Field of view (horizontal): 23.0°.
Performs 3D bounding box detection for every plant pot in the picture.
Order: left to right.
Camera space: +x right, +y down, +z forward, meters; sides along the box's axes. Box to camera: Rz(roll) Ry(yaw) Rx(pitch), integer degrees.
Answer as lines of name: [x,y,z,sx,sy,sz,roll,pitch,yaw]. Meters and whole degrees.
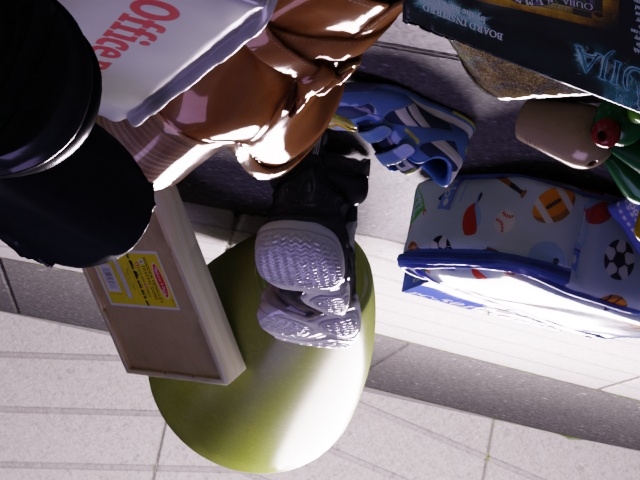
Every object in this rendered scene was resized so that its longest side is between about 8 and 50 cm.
plant pot: [-0.045,0.101,1.857,0.274,0.275,0.293,14,152,-10]

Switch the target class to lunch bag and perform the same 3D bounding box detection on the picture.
lunch bag: [0.239,0.025,1.517,0.303,0.115,0.243,20,168,-31]

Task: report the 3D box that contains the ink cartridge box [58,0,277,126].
ink cartridge box: [-0.226,-0.203,0.774,0.384,0.160,0.279,16,168,-19]

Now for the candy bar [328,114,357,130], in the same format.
candy bar: [-0.030,-0.121,1.312,0.161,0.018,0.040,20,169,-37]

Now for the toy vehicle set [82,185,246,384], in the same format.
toy vehicle set: [-0.194,0.036,1.743,0.166,0.035,0.267,3,122,40]

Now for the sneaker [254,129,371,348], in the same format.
sneaker: [0.000,0.000,1.499,0.101,0.153,0.268,10,156,7]

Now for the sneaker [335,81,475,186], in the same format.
sneaker: [0.062,-0.088,1.278,0.144,0.059,0.053,19,168,-27]

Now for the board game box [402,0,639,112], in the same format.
board game box: [0.128,-0.136,0.790,0.186,0.026,0.126,26,136,23]

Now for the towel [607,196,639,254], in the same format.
towel: [0.394,0.039,1.249,0.243,0.040,0.336,55,152,-9]

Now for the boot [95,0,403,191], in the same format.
boot: [-0.010,-0.137,1.038,0.220,0.109,0.283,-37,169,33]

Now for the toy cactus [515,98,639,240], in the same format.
toy cactus: [0.231,-0.057,1.182,0.180,0.112,0.219,20,176,29]

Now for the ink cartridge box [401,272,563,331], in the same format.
ink cartridge box: [0.209,0.058,1.849,0.207,0.046,0.097,15,166,-15]

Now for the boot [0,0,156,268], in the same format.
boot: [-0.144,-0.051,0.777,0.246,0.094,0.207,11,167,39]

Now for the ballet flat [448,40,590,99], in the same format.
ballet flat: [0.202,-0.137,0.819,0.348,0.123,0.123,0,164,42]
